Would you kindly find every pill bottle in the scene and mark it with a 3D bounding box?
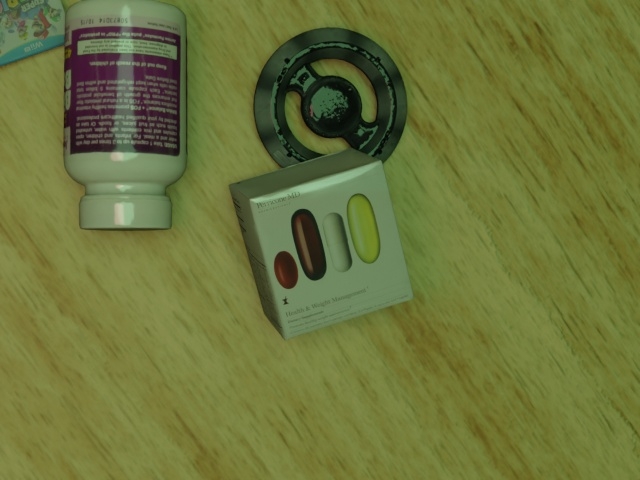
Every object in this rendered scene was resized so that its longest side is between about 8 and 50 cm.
[{"bbox_3d":[-0.265,-0.165,1.565,0.169,0.169,0.302,0,88,-11],"label":"pill bottle"}]

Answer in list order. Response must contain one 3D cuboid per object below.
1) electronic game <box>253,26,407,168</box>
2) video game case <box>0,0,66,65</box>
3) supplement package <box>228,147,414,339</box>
[{"bbox_3d":[0.016,-0.195,1.681,0.229,0.048,0.229,-1,96,-12],"label":"electronic game"},{"bbox_3d":[-0.422,-0.335,1.583,0.119,0.015,0.166,-22,115,-15],"label":"video game case"},{"bbox_3d":[0.000,0.000,1.604,0.194,0.149,0.203,-18,105,-11],"label":"supplement package"}]
